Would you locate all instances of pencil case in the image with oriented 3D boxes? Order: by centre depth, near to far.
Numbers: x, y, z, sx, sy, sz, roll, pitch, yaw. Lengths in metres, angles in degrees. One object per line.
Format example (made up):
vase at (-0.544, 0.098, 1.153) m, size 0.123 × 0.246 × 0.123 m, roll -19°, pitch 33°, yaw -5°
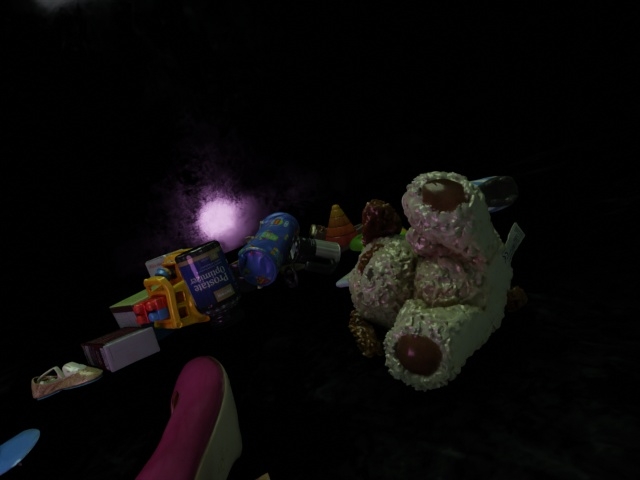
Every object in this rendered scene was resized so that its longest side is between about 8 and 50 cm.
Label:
pencil case at (-0.156, 0.014, 1.339) m, size 0.133 × 0.119 × 0.306 m, roll 22°, pitch 28°, yaw 0°

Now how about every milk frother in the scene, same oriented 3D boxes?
milk frother at (-0.030, 0.069, 1.288) m, size 0.135 × 0.129 × 0.143 m, roll 11°, pitch -40°, yaw -24°

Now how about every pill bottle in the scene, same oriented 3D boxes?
pill bottle at (-0.284, 0.119, 1.154) m, size 0.123 × 0.219 × 0.123 m, roll -22°, pitch 8°, yaw 3°

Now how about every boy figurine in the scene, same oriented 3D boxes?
boy figurine at (-0.213, 0.064, 1.459) m, size 0.092 × 0.177 × 0.285 m, roll -11°, pitch 15°, yaw 13°

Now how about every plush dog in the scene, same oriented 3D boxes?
plush dog at (0.135, 0.056, 0.609) m, size 0.211 × 0.262 × 0.226 m, roll 15°, pitch -9°, yaw -42°

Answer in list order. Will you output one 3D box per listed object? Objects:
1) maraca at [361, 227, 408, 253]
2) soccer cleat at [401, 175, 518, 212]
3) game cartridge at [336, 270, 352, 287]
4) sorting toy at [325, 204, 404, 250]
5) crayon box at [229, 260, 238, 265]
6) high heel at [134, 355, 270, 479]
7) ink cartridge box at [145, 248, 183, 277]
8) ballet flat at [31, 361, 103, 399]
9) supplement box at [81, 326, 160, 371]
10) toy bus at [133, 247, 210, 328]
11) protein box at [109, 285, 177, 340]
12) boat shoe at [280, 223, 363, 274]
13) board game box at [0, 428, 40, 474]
maraca at (0.179, 0.013, 1.083) m, size 0.186 × 0.099 × 0.127 m, roll 3°, pitch -24°, yaw -46°
soccer cleat at (0.373, -0.102, 1.205) m, size 0.332 × 0.115 × 0.143 m, roll -7°, pitch -9°, yaw -9°
game cartridge at (0.083, 0.092, 1.091) m, size 0.056 × 0.017 × 0.083 m, roll -10°, pitch 14°, yaw 41°
sorting toy at (0.124, -0.045, 1.310) m, size 0.127 × 0.126 × 0.366 m, roll -20°, pitch 14°, yaw -28°
crayon box at (-0.233, 0.089, 1.712) m, size 0.319 × 0.081 × 0.202 m, roll -29°, pitch 11°, yaw -39°
high heel at (-0.164, 0.224, 0.440) m, size 0.182 × 0.127 × 0.377 m, roll -14°, pitch 8°, yaw -20°
ink cartridge box at (-0.567, 0.154, 1.697) m, size 0.154 × 0.212 × 0.093 m, roll -16°, pitch 10°, yaw 39°
ballet flat at (-0.669, 0.358, 1.143) m, size 0.206 × 0.067 × 0.073 m, roll -20°, pitch 4°, yaw 7°
supplement box at (-0.555, 0.295, 1.209) m, size 0.130 × 0.073 × 0.240 m, roll -21°, pitch 6°, yaw -41°
toy bus at (-0.421, 0.145, 1.229) m, size 0.150 × 0.220 × 0.212 m, roll -9°, pitch 3°, yaw 39°
protein box at (-0.519, 0.222, 1.396) m, size 0.201 × 0.135 × 0.200 m, roll -13°, pitch 13°, yaw 47°
boat shoe at (0.000, 0.000, 1.522) m, size 0.342 × 0.123 × 0.123 m, roll -23°, pitch 8°, yaw -7°
board game box at (-0.553, 0.395, 0.738) m, size 0.169 × 0.033 × 0.133 m, roll -32°, pitch 17°, yaw -27°
